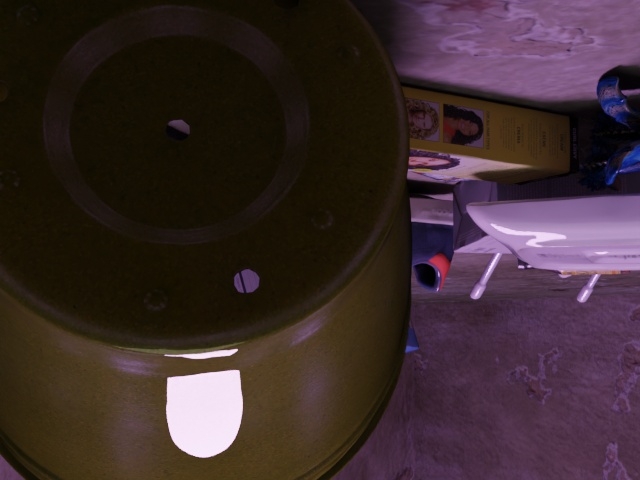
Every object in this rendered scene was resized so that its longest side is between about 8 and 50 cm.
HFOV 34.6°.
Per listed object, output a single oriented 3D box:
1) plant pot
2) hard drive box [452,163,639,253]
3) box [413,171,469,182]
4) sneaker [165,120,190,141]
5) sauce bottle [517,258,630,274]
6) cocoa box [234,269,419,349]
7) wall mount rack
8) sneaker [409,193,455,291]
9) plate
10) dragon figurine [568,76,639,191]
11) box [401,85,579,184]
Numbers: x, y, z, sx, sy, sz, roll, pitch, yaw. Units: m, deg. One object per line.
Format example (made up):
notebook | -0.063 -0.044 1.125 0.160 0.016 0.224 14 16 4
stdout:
plant pot | -0.088 -0.005 0.670 0.367 0.366 0.353 1 161 -7
hard drive box | 0.299 -0.035 1.271 0.232 0.089 0.181 2 172 -10
box | 0.174 -0.087 1.110 0.137 0.027 0.094 -4 171 35
sneaker | -0.159 -0.060 0.962 0.283 0.124 0.107 7 170 -41
sauce bottle | 0.296 0.021 1.199 0.128 0.042 0.042 -3 172 20
cocoa box | -0.004 0.095 1.616 0.228 0.231 0.347 -19 169 12
wall mount rack | 0.394 0.022 1.572 0.350 0.130 0.304 4 173 -18
sneaker | 0.026 0.007 1.325 0.350 0.148 0.131 4 -174 -23
plate | 0.306 -0.002 1.033 0.278 0.045 0.277 -1 172 19
dragon figurine | 0.270 -0.089 0.835 0.144 0.085 0.289 -2 174 16
box | 0.123 -0.093 0.936 0.232 0.058 0.087 4 173 -30
